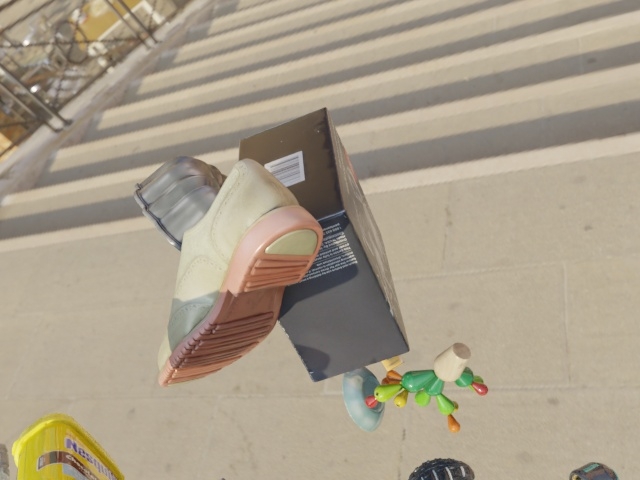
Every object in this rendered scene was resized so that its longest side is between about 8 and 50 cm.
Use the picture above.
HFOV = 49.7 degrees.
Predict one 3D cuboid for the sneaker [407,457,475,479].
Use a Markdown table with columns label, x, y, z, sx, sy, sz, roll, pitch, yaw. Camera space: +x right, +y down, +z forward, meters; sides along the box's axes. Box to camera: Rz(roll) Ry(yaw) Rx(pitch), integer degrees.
| label | x | y | z | sx | sy | sz | roll | pitch | yaw |
| --- | --- | --- | --- | --- | --- | --- | --- | --- | --- |
| sneaker | 0.236 | 0.585 | 1.564 | 0.272 | 0.108 | 0.100 | -38 | 35 | 18 |

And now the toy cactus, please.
| label | x | y | z | sx | sy | sz | roll | pitch | yaw |
| --- | --- | --- | --- | --- | --- | --- | --- | --- | --- |
| toy cactus | 0.199 | 0.242 | 1.170 | 0.219 | 0.180 | 0.112 | 8 | 48 | -16 |

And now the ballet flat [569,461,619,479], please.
| label | x | y | z | sx | sy | sz | roll | pitch | yaw |
| --- | --- | --- | --- | --- | --- | --- | --- | --- | --- |
| ballet flat | 0.348 | 0.395 | 0.915 | 0.074 | 0.074 | 0.203 | 6 | 90 | 34 |

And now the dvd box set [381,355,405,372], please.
| label | x | y | z | sx | sy | sz | roll | pitch | yaw |
| --- | --- | --- | --- | --- | --- | --- | --- | --- | --- |
| dvd box set | 0.129 | 0.204 | 2.134 | 0.062 | 0.307 | 0.420 | -31 | 80 | 2 |

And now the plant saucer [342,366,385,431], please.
| label | x | y | z | sx | sy | sz | roll | pitch | yaw |
| --- | --- | --- | --- | --- | --- | --- | --- | --- | --- |
| plant saucer | 0.135 | 0.437 | 1.950 | 0.038 | 0.195 | 0.194 | -24 | 48 | 32 |

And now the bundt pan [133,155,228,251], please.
| label | x | y | z | sx | sy | sz | roll | pitch | yaw |
| --- | --- | --- | --- | --- | --- | --- | --- | --- | --- |
| bundt pan | -0.191 | -0.041 | 1.336 | 0.124 | 0.331 | 0.331 | -47 | 47 | 8 |

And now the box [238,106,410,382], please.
| label | x | y | z | sx | sy | sz | roll | pitch | yaw |
| --- | --- | --- | --- | --- | --- | --- | --- | --- | --- |
| box | 0.000 | 0.000 | 1.188 | 0.179 | 0.312 | 0.343 | -19 | 36 | 9 |

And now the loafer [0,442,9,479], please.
| label | x | y | z | sx | sy | sz | roll | pitch | yaw |
| --- | --- | --- | --- | --- | --- | --- | --- | --- | --- |
| loafer | -0.634 | 0.449 | 1.175 | 0.319 | 0.112 | 0.112 | -54 | 45 | 25 |

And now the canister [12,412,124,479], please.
| label | x | y | z | sx | sy | sz | roll | pitch | yaw |
| --- | --- | --- | --- | --- | --- | --- | --- | --- | --- |
| canister | -0.251 | 0.259 | 0.698 | 0.073 | 0.126 | 0.170 | -39 | 19 | -12 |

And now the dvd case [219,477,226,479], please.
| label | x | y | z | sx | sy | sz | roll | pitch | yaw |
| --- | --- | --- | --- | --- | --- | --- | --- | --- | --- |
| dvd case | -0.165 | 0.570 | 1.245 | 0.022 | 0.180 | 0.253 | -44 | 2 | 24 |

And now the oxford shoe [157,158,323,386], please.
| label | x | y | z | sx | sy | sz | roll | pitch | yaw |
| --- | --- | --- | --- | --- | --- | --- | --- | --- | --- |
| oxford shoe | -0.135 | 0.060 | 0.950 | 0.397 | 0.141 | 0.146 | -52 | 59 | 34 |
